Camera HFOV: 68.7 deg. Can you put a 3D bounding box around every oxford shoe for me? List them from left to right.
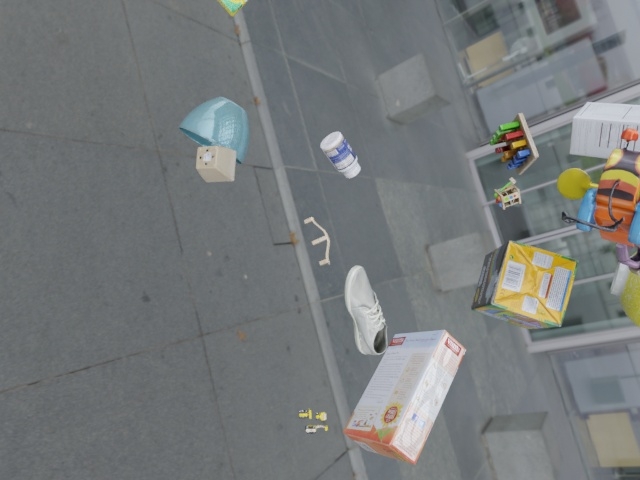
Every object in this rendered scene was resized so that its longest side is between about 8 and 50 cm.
[{"bbox_3d":[0.205,0.303,1.984,0.169,0.130,0.449,-37,124,-40],"label":"oxford shoe"}]

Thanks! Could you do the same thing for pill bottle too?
[{"bbox_3d":[0.058,-0.227,1.258,0.120,0.067,0.067,49,38,-33],"label":"pill bottle"}]

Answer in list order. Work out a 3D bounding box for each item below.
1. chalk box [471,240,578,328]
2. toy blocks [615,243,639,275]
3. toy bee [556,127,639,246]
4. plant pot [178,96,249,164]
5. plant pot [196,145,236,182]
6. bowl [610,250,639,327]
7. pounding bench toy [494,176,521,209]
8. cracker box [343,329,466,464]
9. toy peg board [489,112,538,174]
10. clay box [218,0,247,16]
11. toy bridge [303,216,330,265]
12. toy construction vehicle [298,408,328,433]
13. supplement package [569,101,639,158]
[{"bbox_3d":[0.539,0.132,1.289,0.289,0.179,0.180,64,45,-78],"label":"chalk box"},{"bbox_3d":[0.819,-0.068,1.046,0.260,0.288,0.309,48,9,-6],"label":"toy blocks"},{"bbox_3d":[0.475,-0.077,0.710,0.298,0.195,0.162,-5,114,-71],"label":"toy bee"},{"bbox_3d":[-0.406,-0.471,1.929,0.290,0.290,0.195,32,85,-45],"label":"plant pot"},{"bbox_3d":[-0.351,-0.259,1.544,0.096,0.109,0.109,29,62,-69],"label":"plant pot"},{"bbox_3d":[0.938,0.119,1.348,0.289,0.156,0.290,-34,132,-48],"label":"bowl"},{"bbox_3d":[0.575,-0.149,1.454,0.052,0.065,0.083,-102,170,-58],"label":"pounding bench toy"},{"bbox_3d":[0.157,0.282,0.876,0.067,0.155,0.232,41,62,-13],"label":"cracker box"},{"bbox_3d":[0.644,-0.315,1.584,0.161,0.079,0.161,73,4,-76],"label":"toy peg board"},{"bbox_3d":[-0.176,-0.565,0.964,0.127,0.053,0.222,44,58,-24],"label":"clay box"},{"bbox_3d":[0.000,0.000,1.716,0.188,0.063,0.026,69,15,12],"label":"toy bridge"},{"bbox_3d":[-0.025,0.640,1.668,0.035,0.098,0.086,-56,141,-82],"label":"toy construction vehicle"},{"bbox_3d":[0.951,-0.346,1.491,0.139,0.244,0.134,-39,131,-31],"label":"supplement package"}]
